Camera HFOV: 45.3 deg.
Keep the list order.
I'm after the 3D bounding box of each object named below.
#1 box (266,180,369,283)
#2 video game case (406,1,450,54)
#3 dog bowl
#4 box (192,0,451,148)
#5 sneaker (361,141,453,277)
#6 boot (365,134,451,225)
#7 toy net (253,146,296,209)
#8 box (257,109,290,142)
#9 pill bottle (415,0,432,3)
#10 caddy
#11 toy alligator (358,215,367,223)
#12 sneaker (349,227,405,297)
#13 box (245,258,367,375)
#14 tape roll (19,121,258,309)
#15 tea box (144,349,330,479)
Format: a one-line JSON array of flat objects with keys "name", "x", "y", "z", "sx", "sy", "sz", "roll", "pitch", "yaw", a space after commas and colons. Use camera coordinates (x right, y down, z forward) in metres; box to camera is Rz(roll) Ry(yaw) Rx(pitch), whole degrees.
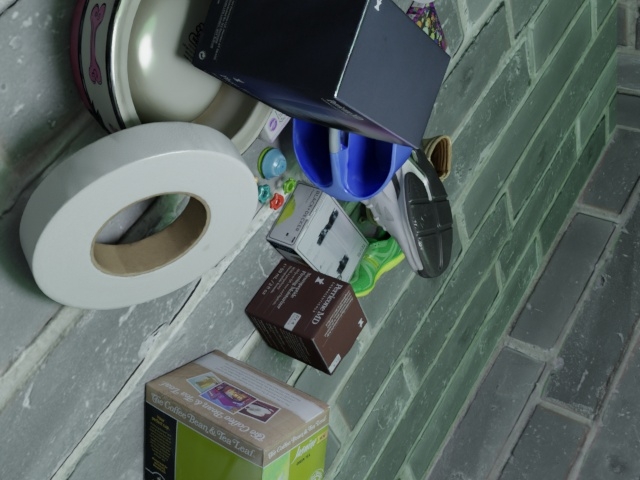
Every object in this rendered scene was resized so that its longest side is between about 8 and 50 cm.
[{"name": "box", "x": 0.000, "y": 0.000, "z": 1.865, "sx": 0.169, "sy": 0.087, "sz": 0.290, "roll": -62, "pitch": 147, "yaw": -13}, {"name": "video game case", "x": 0.262, "y": -0.498, "z": 2.040, "sx": 0.210, "sy": 0.041, "sz": 0.232, "roll": -61, "pitch": 146, "yaw": -17}, {"name": "dog bowl", "x": -0.237, "y": -0.319, "z": 1.287, "sx": 0.408, "sy": 0.150, "sz": 0.408, "roll": -30, "pitch": 129, "yaw": -45}, {"name": "box", "x": 0.007, "y": -0.293, "z": 1.253, "sx": 0.296, "sy": 0.294, "sz": 0.183, "roll": 16, "pitch": 92, "yaw": -57}, {"name": "sneaker", "x": 0.141, "y": -0.108, "z": 1.813, "sx": 0.169, "sy": 0.257, "sz": 0.448, "roll": -10, "pitch": 82, "yaw": -50}, {"name": "boot", "x": 0.233, "y": -0.157, "z": 2.010, "sx": 0.095, "sy": 0.203, "sz": 0.262, "roll": 30, "pitch": 78, "yaw": -34}, {"name": "toy net", "x": -0.142, "y": -0.094, "z": 1.648, "sx": 0.232, "sy": 0.045, "sz": 0.122, "roll": -47, "pitch": 143, "yaw": -30}, {"name": "box", "x": -0.049, "y": -0.348, "z": 1.633, "sx": 0.324, "sy": 0.063, "sz": 0.067, "roll": -55, "pitch": 145, "yaw": -23}, {"name": "pill bottle", "x": 0.314, "y": -0.699, "z": 1.910, "sx": 0.264, "sy": 0.153, "sz": 0.153, "roll": -44, "pitch": 139, "yaw": -36}, {"name": "caddy", "x": 0.064, "y": -0.250, "z": 1.578, "sx": 0.179, "sy": 0.241, "sz": 0.342, "roll": -41, "pitch": 141, "yaw": -50}, {"name": "toy alligator", "x": 0.178, "y": -0.079, "z": 2.123, "sx": 0.189, "sy": 0.051, "sz": 0.056, "roll": -32, "pitch": 131, "yaw": -45}, {"name": "sneaker", "x": 0.118, "y": 0.057, "z": 2.082, "sx": 0.295, "sy": 0.109, "sz": 0.124, "roll": -42, "pitch": 115, "yaw": -35}, {"name": "box", "x": -0.031, "y": 0.178, "z": 1.804, "sx": 0.168, "sy": 0.203, "sz": 0.167, "roll": -54, "pitch": 144, "yaw": -25}, {"name": "tape roll", "x": -0.286, "y": -0.030, "z": 1.255, "sx": 0.391, "sy": 0.072, "sz": 0.392, "roll": -26, "pitch": 152, "yaw": -15}, {"name": "tea box", "x": -0.181, "y": 0.457, "z": 1.605, "sx": 0.220, "sy": 0.328, "sz": 0.324, "roll": -22, "pitch": 124, "yaw": -50}]
